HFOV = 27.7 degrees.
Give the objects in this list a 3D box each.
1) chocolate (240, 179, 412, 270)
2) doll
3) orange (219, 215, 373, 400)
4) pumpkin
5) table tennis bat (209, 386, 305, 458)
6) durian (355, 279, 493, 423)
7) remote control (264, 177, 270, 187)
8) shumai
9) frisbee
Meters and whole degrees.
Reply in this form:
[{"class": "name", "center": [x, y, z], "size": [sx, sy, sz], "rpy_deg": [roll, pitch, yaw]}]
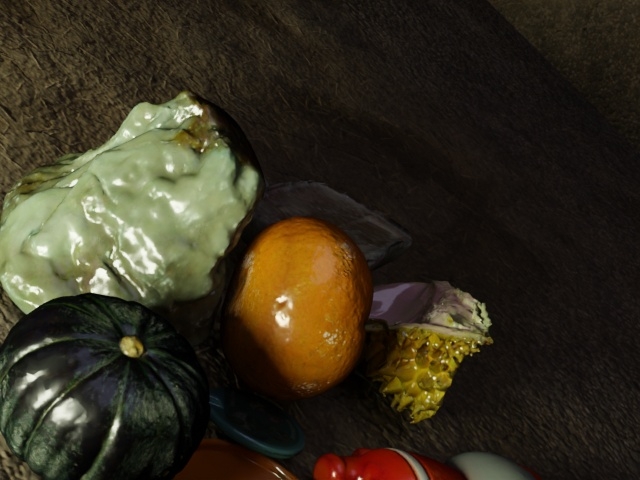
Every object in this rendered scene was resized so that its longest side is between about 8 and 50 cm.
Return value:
[{"class": "chocolate", "center": [0.000, 0.000, 1.808], "size": [0.185, 0.100, 0.303], "rpy_deg": [36, 17, 14]}, {"class": "doll", "center": [0.155, 0.305, 1.549], "size": [0.337, 0.105, 0.200], "rpy_deg": [9, 11, -34]}, {"class": "orange", "center": [-0.023, 0.082, 1.565], "size": [0.170, 0.224, 0.224], "rpy_deg": [19, 32, -21]}, {"class": "pumpkin", "center": [-0.217, 0.154, 1.297], "size": [0.221, 0.162, 0.220], "rpy_deg": [23, 33, -16]}, {"class": "table tennis bat", "center": [-0.108, 0.196, 1.487], "size": [0.201, 0.033, 0.124], "rpy_deg": [25, 15, -19]}, {"class": "durian", "center": [0.087, 0.116, 1.729], "size": [0.196, 0.185, 0.305], "rpy_deg": [17, 17, -12]}, {"class": "remote control", "center": [-0.093, -0.055, 1.920], "size": [0.077, 0.022, 0.245], "rpy_deg": [13, 36, -42]}, {"class": "shumai", "center": [-0.204, -0.045, 1.514], "size": [0.309, 0.263, 0.304], "rpy_deg": [48, 27, 21]}, {"class": "frisbee", "center": [-0.083, 0.283, 1.381], "size": [0.192, 0.035, 0.192], "rpy_deg": [26, 20, -10]}]
